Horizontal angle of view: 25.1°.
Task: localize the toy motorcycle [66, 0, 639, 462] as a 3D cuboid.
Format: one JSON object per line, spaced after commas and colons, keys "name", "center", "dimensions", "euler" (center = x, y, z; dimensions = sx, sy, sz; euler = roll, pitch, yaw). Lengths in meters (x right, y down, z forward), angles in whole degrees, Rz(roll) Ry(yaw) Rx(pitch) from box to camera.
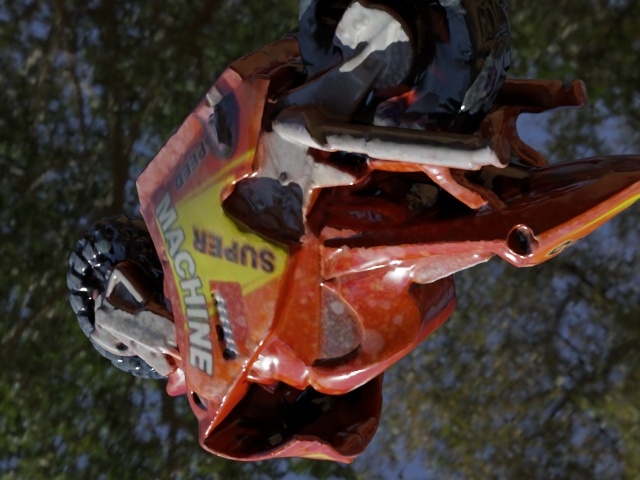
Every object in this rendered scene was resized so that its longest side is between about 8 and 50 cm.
{"name": "toy motorcycle", "center": [-0.002, -0.001, 0.615], "dimensions": [0.089, 0.298, 0.171], "euler": [-25, -104, -48]}
